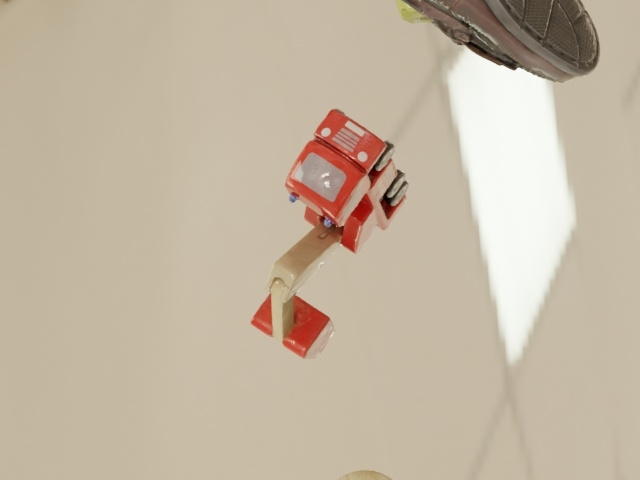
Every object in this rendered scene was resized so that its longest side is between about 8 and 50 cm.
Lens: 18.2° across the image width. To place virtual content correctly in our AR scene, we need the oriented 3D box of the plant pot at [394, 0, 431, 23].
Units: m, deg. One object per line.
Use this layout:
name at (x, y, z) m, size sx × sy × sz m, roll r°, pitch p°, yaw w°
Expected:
plant pot at (0.146, -0.375, 2.142) m, size 0.276 × 0.276 × 0.254 m, roll -7°, pitch -96°, yaw -69°

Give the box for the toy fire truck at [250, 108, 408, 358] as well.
toy fire truck at (0.000, 0.000, 1.311) m, size 0.135 × 0.047 × 0.192 m, roll -55°, pitch -14°, yaw -7°

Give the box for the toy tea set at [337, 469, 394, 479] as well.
toy tea set at (0.002, 0.307, 1.202) m, size 0.124 × 0.200 × 0.336 m, roll 8°, pitch -100°, yaw -61°

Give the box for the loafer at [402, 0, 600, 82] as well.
loafer at (0.105, -0.227, 1.673) m, size 0.302 × 0.095 × 0.109 m, roll 36°, pitch -133°, yaw -26°
